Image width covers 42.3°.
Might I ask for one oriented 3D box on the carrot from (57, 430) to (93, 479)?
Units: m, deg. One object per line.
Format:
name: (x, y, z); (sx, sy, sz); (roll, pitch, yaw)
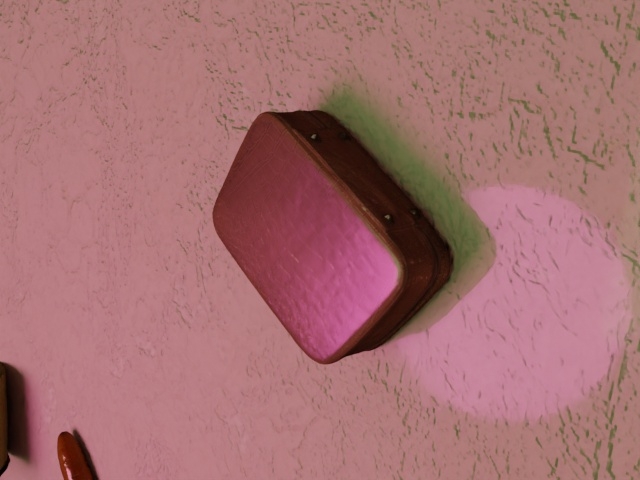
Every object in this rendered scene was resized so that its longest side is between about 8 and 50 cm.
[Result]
carrot: (-0.268, 0.343, 0.981); (0.043, 0.043, 0.248); (-37, 71, 39)

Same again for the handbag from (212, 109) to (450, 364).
handbag: (0.000, 0.000, 0.669); (0.193, 0.072, 0.151); (48, 124, 24)

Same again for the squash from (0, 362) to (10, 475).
squash: (-0.518, 0.246, 1.071); (0.220, 0.220, 0.133); (11, 107, 40)
